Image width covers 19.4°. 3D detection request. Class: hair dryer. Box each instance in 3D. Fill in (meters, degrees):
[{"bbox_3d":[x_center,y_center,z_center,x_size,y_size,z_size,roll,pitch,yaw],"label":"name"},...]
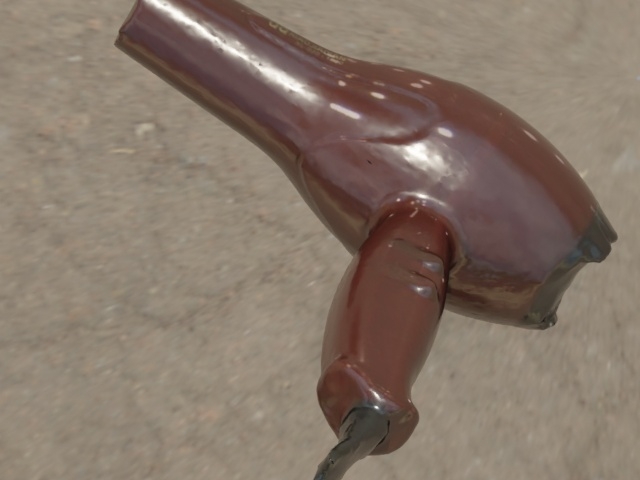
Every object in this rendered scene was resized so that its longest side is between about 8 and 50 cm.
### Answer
[{"bbox_3d":[0.000,0.000,0.998,0.313,0.340,0.123,29,123,-4],"label":"hair dryer"}]
